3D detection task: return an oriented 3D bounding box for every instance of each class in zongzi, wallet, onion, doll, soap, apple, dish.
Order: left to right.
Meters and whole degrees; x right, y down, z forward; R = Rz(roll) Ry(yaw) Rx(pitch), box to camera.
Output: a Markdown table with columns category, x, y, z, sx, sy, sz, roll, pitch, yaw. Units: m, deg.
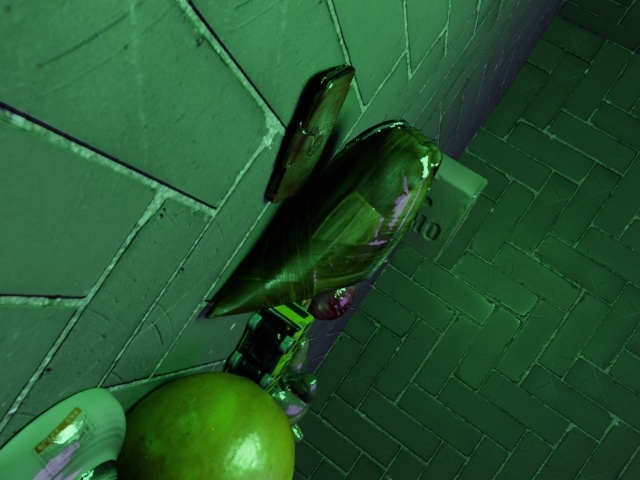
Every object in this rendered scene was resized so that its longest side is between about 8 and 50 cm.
| category | x | y | z | sx | sy | sz | roll | pitch | yaw |
| --- | --- | --- | --- | --- | --- | --- | --- | --- | --- |
| dish | -0.367 | 0.366 | 0.772 | 0.273 | 0.134 | 0.273 | -50 | 166 | -18 |
| apple | -0.236 | 0.434 | 1.039 | 0.374 | 0.374 | 0.384 | -46 | -167 | -35 |
| doll | -0.145 | 0.438 | 1.673 | 0.382 | 0.252 | 0.379 | 115 | -16 | -45 |
| wallet | -0.019 | -0.174 | 0.918 | 0.137 | 0.031 | 0.255 | -43 | 164 | -54 |
| zongzi | 0.003 | -0.027 | 0.995 | 0.432 | 0.208 | 0.403 | -24 | 157 | -38 |
| onion | 0.023 | 0.160 | 1.625 | 0.177 | 0.153 | 0.177 | -156 | -90 | -89 |
| soap | 0.271 | -0.127 | 1.484 | 0.107 | 0.296 | 0.285 | -45 | 161 | -39 |

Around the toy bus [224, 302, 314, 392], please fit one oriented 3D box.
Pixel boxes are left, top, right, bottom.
| category | x | y | z | sx | sy | sz | roll | pitch | yaw |
| --- | --- | --- | --- | --- | --- | --- | --- | --- | --- |
| toy bus | -0.137 | 0.284 | 1.389 | 0.262 | 0.128 | 0.150 | -61 | 166 | 18 |

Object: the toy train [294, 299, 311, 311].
| category | x | y | z | sx | sy | sz | roll | pitch | yaw |
| --- | --- | --- | --- | --- | --- | --- | --- | --- | --- |
| toy train | -0.083 | 0.195 | 1.494 | 0.099 | 0.072 | 0.188 | -46 | 164 | -57 |

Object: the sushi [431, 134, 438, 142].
| category | x | y | z | sx | sy | sz | roll | pitch | yaw |
| --- | --- | --- | --- | --- | --- | --- | --- | --- | --- |
| sushi | 0.258 | -0.200 | 1.769 | 0.294 | 0.059 | 0.292 | -44 | 162 | -41 |
